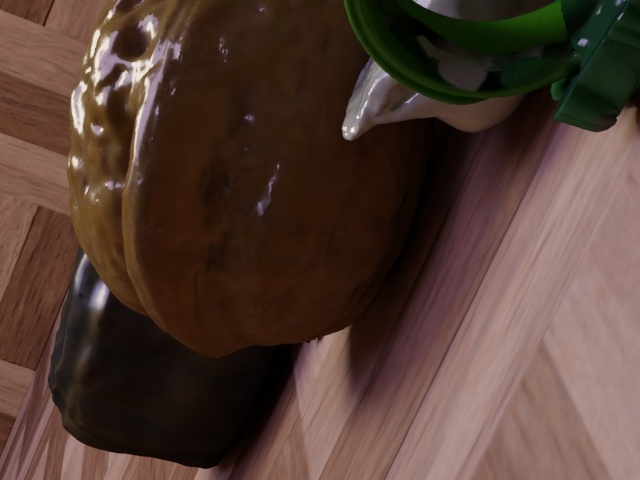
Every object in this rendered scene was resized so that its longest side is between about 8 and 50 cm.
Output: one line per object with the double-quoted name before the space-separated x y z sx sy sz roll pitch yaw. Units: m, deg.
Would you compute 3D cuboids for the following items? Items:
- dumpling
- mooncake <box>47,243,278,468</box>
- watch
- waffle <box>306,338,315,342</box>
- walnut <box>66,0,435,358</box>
"dumpling" 0.079 -0.124 0.884 0.150 0.092 0.176 -146 76 -76
"mooncake" -0.115 0.032 1.292 0.290 0.161 0.290 -164 90 -81
"watch" 0.092 -0.144 0.730 0.131 0.152 0.165 -81 15 -52
"waffle" 0.000 0.000 1.190 0.153 0.023 0.097 -104 37 -66
"walnut" -0.044 -0.053 1.016 0.257 0.224 0.257 -34 -50 -53
